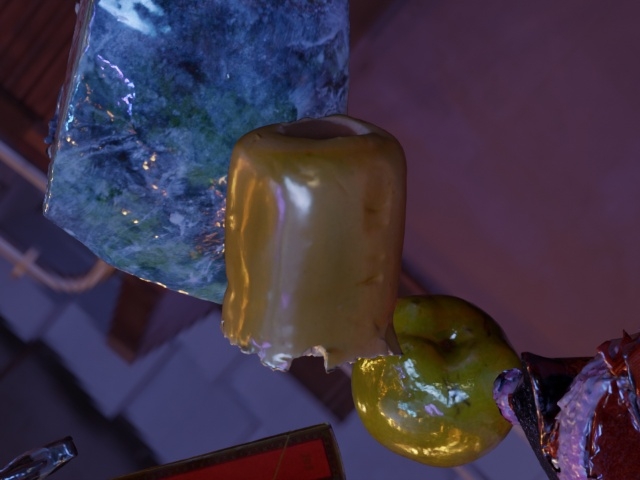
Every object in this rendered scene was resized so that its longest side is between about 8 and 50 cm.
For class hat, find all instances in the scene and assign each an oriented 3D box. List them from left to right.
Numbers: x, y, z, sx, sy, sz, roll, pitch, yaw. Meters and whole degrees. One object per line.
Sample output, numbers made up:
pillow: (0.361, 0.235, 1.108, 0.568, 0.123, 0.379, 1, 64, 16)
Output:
hat: (0.160, 0.105, 1.164, 0.140, 0.129, 0.227, 41, 168, -22)

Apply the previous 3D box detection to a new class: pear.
pear: (0.126, 0.154, 2.061, 0.200, 0.200, 0.200, 34, -155, -18)

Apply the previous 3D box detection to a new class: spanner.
spanner: (-0.320, 0.222, 1.372, 0.024, 0.316, 0.087, 63, -177, 0)

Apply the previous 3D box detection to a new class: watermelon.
watermelon: (-0.103, -0.144, 1.483, 0.228, 0.387, 0.258, 2, -158, -14)

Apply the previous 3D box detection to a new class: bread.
bread: (0.000, 0.000, 1.332, 0.134, 0.173, 0.085, -2, -168, -24)

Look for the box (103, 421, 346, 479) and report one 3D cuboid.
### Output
box: (-0.092, 0.243, 1.593, 0.153, 0.240, 0.074, 80, 174, -51)
